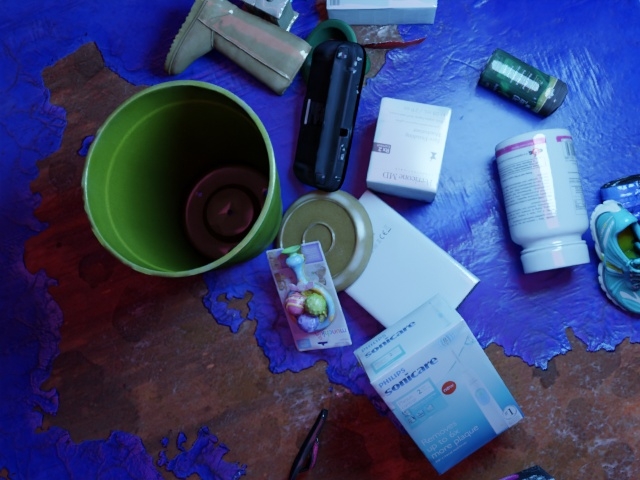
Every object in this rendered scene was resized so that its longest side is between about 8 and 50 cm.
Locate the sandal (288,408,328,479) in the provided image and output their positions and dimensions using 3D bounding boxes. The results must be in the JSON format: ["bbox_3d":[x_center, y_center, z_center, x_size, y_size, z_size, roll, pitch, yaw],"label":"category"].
[{"bbox_3d":[-0.018,0.449,1.637,0.040,0.067,0.179,29,85,-5],"label":"sandal"}]

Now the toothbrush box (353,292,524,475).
[{"bbox_3d":[0.239,0.289,1.535,0.216,0.126,0.295,-34,115,0],"label":"toothbrush box"}]

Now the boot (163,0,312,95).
[{"bbox_3d":[-0.191,-0.406,1.711,0.270,0.089,0.236,31,121,-8],"label":"boot"}]

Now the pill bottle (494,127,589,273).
[{"bbox_3d":[0.469,-0.079,1.603,0.161,0.160,0.282,-9,84,3],"label":"pill bottle"}]

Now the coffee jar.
[{"bbox_3d":[0.442,-0.340,1.663,0.185,0.096,0.079,29,90,7],"label":"coffee jar"}]

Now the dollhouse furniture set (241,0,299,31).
[{"bbox_3d":[-0.096,-0.579,1.707,0.129,0.129,0.183,29,88,6],"label":"dollhouse furniture set"}]

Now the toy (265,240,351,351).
[{"bbox_3d":[-0.035,0.128,1.618,0.137,0.056,0.237,-11,99,29],"label":"toy"}]

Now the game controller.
[{"bbox_3d":[0.016,-0.267,1.638,0.067,0.166,0.318,5,102,-30],"label":"game controller"}]

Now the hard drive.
[{"bbox_3d":[0.155,0.065,1.623,0.307,0.040,0.203,41,101,19],"label":"hard drive"}]

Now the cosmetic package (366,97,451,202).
[{"bbox_3d":[0.188,-0.190,1.638,0.152,0.151,0.183,10,85,6],"label":"cosmetic package"}]

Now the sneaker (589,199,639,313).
[{"bbox_3d":[0.633,0.048,1.573,0.107,0.110,0.275,-30,114,-2],"label":"sneaker"}]

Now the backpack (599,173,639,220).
[{"bbox_3d":[0.663,-0.090,1.623,0.120,0.098,0.101,-10,87,2],"label":"backpack"}]

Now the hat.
[{"bbox_3d":[0.089,-0.400,1.729,0.209,0.184,0.172,22,108,45],"label":"hat"}]

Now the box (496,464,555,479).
[{"bbox_3d":[0.370,0.577,1.545,0.247,0.163,0.142,-23,82,2],"label":"box"}]

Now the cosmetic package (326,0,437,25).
[{"bbox_3d":[0.136,-0.525,1.703,0.239,0.099,0.060,0,82,4],"label":"cosmetic package"}]

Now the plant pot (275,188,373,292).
[{"bbox_3d":[0.000,0.000,1.652,0.237,0.032,0.236,-3,82,25],"label":"plant pot"}]

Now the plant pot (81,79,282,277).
[{"bbox_3d":[-0.229,-0.090,1.548,0.367,0.353,0.366,-2,81,10],"label":"plant pot"}]
